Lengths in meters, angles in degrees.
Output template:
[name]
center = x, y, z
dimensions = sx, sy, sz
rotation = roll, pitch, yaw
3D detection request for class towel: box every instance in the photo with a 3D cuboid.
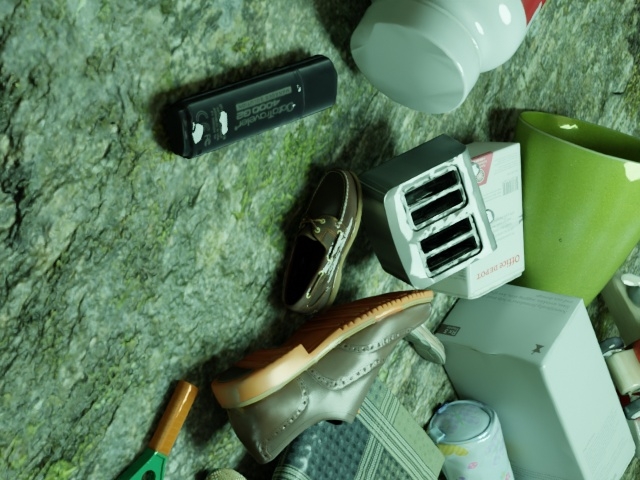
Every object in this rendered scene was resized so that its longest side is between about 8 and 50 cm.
[towel]
center = 0.049, 0.354, 1.535
dimensions = 0.324, 0.056, 0.312
rotation = 51, 46, -32

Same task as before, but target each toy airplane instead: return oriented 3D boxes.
[toy airplane]
center = 0.647, 0.251, 1.992
dimensions = 0.273, 0.384, 0.386
rotation = -24, 109, 1

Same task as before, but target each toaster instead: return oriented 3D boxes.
[toaster]
center = 0.143, -0.039, 1.518
dimensions = 0.186, 0.110, 0.168
rotation = -26, 113, -14

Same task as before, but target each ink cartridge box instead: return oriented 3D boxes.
[ink cartridge box]
center = 0.242, -0.035, 1.697
dimensions = 0.159, 0.092, 0.217
rotation = -21, 110, -44

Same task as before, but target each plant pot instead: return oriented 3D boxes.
[plant pot]
center = 0.418, -0.032, 1.794
dimensions = 0.275, 0.275, 0.293
rotation = -6, 117, -47

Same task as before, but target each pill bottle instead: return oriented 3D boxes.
[pill bottle]
center = 0.211, -0.384, 1.497
dimensions = 0.407, 0.229, 0.229
rotation = -58, 134, -23

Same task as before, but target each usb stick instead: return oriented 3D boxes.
[usb stick]
center = -0.078, -0.171, 1.353
dimensions = 0.278, 0.045, 0.077
rotation = -27, 123, -42

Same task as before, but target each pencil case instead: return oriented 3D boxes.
[pencil case]
center = 0.259, 0.396, 1.781
dimensions = 0.124, 0.113, 0.273
rotation = -35, 122, -26

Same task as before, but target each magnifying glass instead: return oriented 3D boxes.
[magnifying glass]
center = -0.210, 0.279, 1.310
dimensions = 0.092, 0.026, 0.230
rotation = 40, 69, -44

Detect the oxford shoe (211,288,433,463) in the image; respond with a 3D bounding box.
[oxford shoe]
center = 0.023, 0.170, 1.450
dimensions = 0.364, 0.130, 0.132
rotation = -26, 98, -32

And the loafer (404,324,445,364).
[loafer]
center = 0.164, 0.151, 1.684
dimensions = 0.125, 0.045, 0.039
rotation = 44, 58, -40

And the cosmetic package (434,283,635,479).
[cosmetic package]
center = 0.361, 0.259, 1.796
dimensions = 0.156, 0.217, 0.385
rotation = -49, 132, -30

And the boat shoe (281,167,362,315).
[boat shoe]
center = 0.000, 0.000, 1.449
dimensions = 0.073, 0.073, 0.206
rotation = 15, 85, -50

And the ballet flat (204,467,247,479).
[ballet flat]
center = -0.097, 0.388, 1.409
dimensions = 0.073, 0.067, 0.206
rotation = -24, 118, -5
